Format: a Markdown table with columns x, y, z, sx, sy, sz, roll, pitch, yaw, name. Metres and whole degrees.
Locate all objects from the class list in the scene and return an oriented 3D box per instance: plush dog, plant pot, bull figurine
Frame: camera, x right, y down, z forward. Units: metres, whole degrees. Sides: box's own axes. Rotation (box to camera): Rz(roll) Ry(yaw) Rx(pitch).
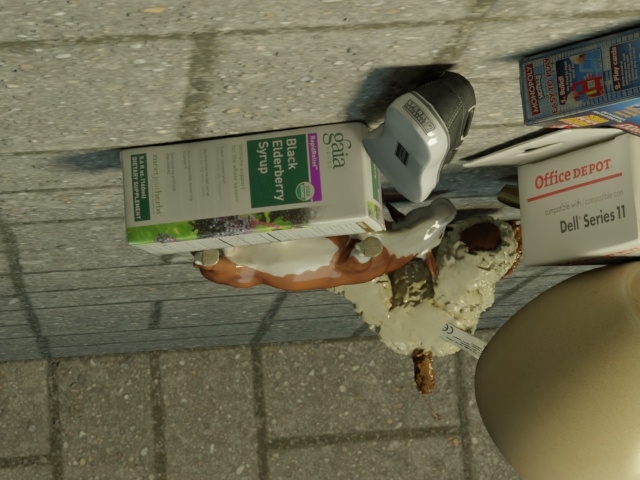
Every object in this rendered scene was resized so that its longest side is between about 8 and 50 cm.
| x | y | z | sx | sy | sz | roll | pitch | yaw | name |
| --- | --- | --- | --- | --- | --- | --- | --- | --- | --- |
| 0.149 | 0.059 | 2.477 | 0.262 | 0.210 | 0.225 | -6 | -162 | 22 | plush dog |
| 0.326 | 0.131 | 2.021 | 0.284 | 0.284 | 0.191 | 0 | 137 | -30 | plant pot |
| 0.000 | 0.000 | 2.199 | 0.310 | 0.101 | 0.188 | -8 | 167 | 5 | bull figurine |

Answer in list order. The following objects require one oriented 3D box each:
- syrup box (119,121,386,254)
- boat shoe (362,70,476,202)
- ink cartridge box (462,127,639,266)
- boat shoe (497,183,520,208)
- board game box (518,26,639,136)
| x | y | z | sx | sy | sz | roll | pitch | yaw | name |
| --- | --- | --- | --- | --- | --- | --- | --- | --- | --- |
| -0.062 | -0.048 | 1.853 | 0.237 | 0.093 | 0.096 | -6 | 171 | 11 | syrup box |
| 0.092 | -0.097 | 1.703 | 0.076 | 0.080 | 0.228 | -40 | 171 | -10 | boat shoe |
| 0.347 | -0.040 | 2.035 | 0.353 | 0.119 | 0.207 | 0 | 171 | -28 | ink cartridge box |
| 0.270 | -0.054 | 2.194 | 0.153 | 0.048 | 0.056 | 5 | -179 | -19 | boat shoe |
| 0.272 | -0.130 | 1.595 | 0.194 | 0.060 | 0.194 | -8 | 171 | 29 | board game box |
